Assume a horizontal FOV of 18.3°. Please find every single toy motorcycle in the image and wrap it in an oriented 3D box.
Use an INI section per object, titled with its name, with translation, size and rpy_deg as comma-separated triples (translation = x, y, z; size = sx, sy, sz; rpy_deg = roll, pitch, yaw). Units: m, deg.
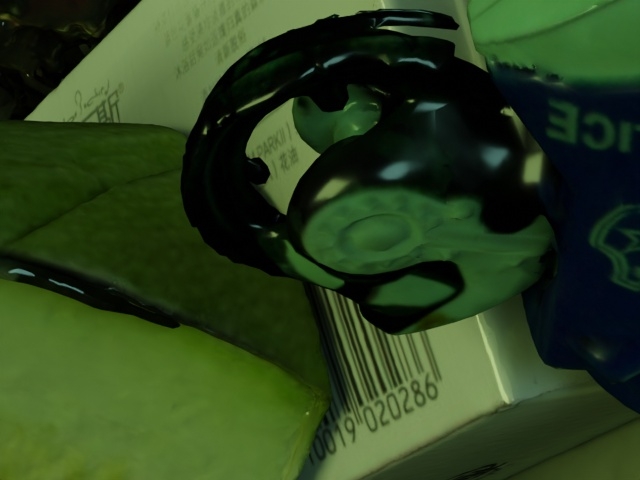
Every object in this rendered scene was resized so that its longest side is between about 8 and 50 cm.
[toy motorcycle]
translation = 0.131, -0.050, 0.488
size = 0.331, 0.196, 0.125
rpy_deg = -29, 50, 29

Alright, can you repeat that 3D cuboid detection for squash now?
[squash]
translation = -0.196, 0.064, 0.648
size = 0.210, 0.309, 0.234
rpy_deg = 54, 134, 36

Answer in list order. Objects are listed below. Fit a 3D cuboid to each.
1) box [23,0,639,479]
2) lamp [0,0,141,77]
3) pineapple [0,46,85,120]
[box]
translation = 0.002, 0.000, 0.732
size = 0.274, 0.116, 0.203
rpy_deg = -36, 65, 50
[lamp]
translation = -0.100, -0.206, 0.780
size = 0.177, 0.177, 0.274
rpy_deg = 32, 98, 48
[pineapple]
translation = -0.163, 0.023, 0.902
size = 0.209, 0.286, 0.344
rpy_deg = 50, 174, 7
